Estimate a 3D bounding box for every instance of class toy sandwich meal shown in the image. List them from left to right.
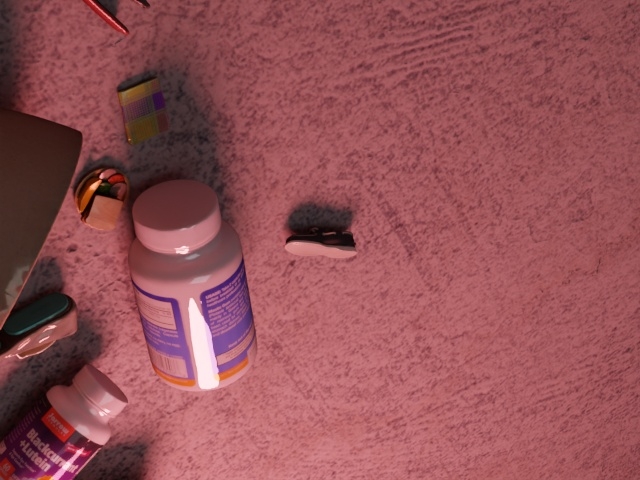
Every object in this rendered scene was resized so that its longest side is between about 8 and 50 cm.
[{"bbox_3d":[-0.278,-0.053,1.690,0.086,0.029,0.085,-20,130,-26],"label":"toy sandwich meal"}]

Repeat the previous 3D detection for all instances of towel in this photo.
[{"bbox_3d":[-0.224,-0.163,1.669,0.060,0.009,0.083,-25,131,-20],"label":"towel"}]

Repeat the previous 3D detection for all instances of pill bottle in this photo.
[{"bbox_3d":[-0.356,0.267,1.798,0.193,0.108,0.108,-48,136,0],"label":"pill bottle"},{"bbox_3d":[-0.174,0.058,1.761,0.152,0.152,0.272,-24,131,-22],"label":"pill bottle"}]

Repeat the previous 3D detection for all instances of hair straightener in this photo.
[{"bbox_3d":[-0.274,-0.332,1.497,0.089,0.047,0.230,-49,132,1],"label":"hair straightener"}]

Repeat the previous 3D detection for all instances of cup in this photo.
[{"bbox_3d":[-0.438,-0.025,1.422,0.237,0.331,0.331,28,102,-18],"label":"cup"}]

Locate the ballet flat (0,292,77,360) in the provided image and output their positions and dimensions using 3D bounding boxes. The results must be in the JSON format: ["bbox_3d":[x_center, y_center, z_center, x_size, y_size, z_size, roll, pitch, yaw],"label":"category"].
[{"bbox_3d":[-0.409,0.135,1.694,0.213,0.072,0.068,-23,135,-24],"label":"ballet flat"}]

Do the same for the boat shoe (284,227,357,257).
[{"bbox_3d":[0.000,0.000,1.933,0.125,0.038,0.046,5,158,-33],"label":"boat shoe"}]
